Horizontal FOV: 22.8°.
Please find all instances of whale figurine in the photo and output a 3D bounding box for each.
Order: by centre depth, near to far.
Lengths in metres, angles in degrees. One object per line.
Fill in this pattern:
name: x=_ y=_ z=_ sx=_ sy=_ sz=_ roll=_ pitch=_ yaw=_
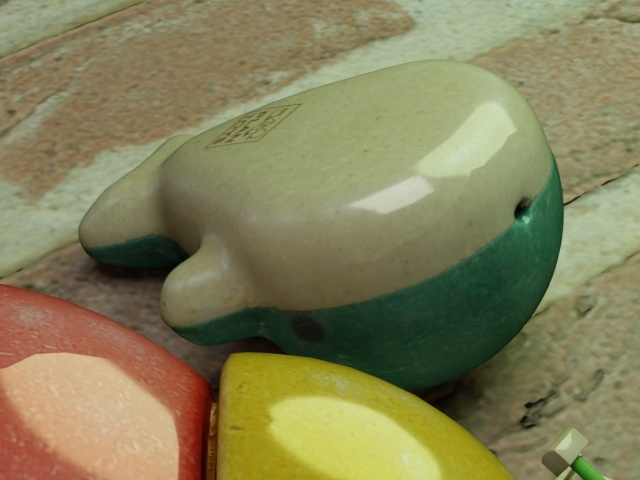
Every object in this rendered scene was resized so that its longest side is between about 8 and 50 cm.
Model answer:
whale figurine: x=0.000 y=0.000 z=0.821 sx=0.272 sy=0.141 sz=0.216 roll=0 pitch=33 yaw=42

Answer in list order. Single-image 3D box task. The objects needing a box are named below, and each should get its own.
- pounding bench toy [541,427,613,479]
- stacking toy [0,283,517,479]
pounding bench toy: x=0.125 y=0.125 z=0.679 sx=0.065 sy=0.083 sz=0.052 roll=22 pitch=46 yaw=26
stacking toy: x=-0.042 y=0.132 z=0.463 sx=0.479 sy=0.351 sz=0.351 roll=-5 pitch=41 yaw=0
